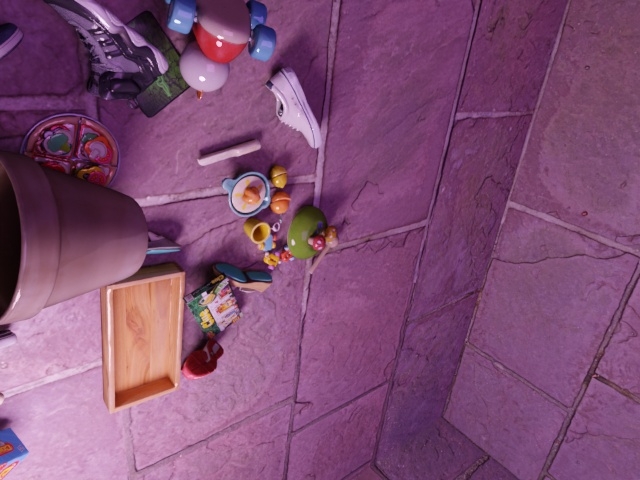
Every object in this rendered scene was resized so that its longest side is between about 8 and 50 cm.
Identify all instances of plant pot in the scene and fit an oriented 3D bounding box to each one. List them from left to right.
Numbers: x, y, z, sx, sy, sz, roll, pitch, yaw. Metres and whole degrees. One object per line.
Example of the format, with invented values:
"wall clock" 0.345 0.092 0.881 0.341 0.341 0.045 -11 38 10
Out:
"plant pot" -0.528 -0.006 0.947 0.280 0.323 0.323 -1 115 -56

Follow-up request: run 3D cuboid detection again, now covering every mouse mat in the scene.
"mouse mat" -0.387 -0.392 1.051 0.152 0.007 0.189 -45 136 -13

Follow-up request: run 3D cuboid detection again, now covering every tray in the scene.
"tray" -0.496 0.269 1.298 0.203 0.076 0.410 -10 120 -39

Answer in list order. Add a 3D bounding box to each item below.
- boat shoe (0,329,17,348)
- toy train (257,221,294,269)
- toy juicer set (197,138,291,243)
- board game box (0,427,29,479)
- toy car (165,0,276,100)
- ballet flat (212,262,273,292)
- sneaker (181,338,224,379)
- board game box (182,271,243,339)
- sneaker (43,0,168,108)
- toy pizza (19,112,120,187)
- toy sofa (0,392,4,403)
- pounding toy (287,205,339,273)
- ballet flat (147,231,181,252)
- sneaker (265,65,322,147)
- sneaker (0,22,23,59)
"boat shoe" -0.786 0.211 0.996 0.229 0.080 0.076 -6 92 -39
"toy train" -0.148 0.019 1.499 0.125 0.046 0.166 -49 136 -27
"toy juicer set" -0.178 -0.158 1.326 0.209 0.089 0.329 -42 135 -16
"board game box" -0.859 0.579 0.997 0.308 0.086 0.302 -46 171 -3
"toy car" -0.256 -0.434 1.056 0.219 0.210 0.238 7 138 -32
"ballet flat" -0.247 0.128 1.447 0.232 0.080 0.073 17 116 -46
"sneaker" -0.379 0.391 1.408 0.128 0.087 0.221 -45 175 11
"board game box" -0.316 0.203 1.398 0.136 0.030 0.259 -32 151 -17
"sneaker" -0.444 -0.373 0.926 0.269 0.101 0.153 30 90 -50
"toy pizza" -0.539 -0.175 1.019 0.201 0.032 0.201 -22 128 -32
"toy sofa" -0.831 0.384 0.906 0.363 0.177 0.150 -36 146 -4
"pounding toy" 0.000 0.000 1.546 0.182 0.110 0.237 -58 142 -20
"ballet flat" -0.457 0.009 1.185 0.213 0.072 0.068 -11 91 -42
"sneaker" -0.076 -0.360 1.316 0.091 0.094 0.258 -31 130 -2
"sneaker" -0.642 -0.358 0.772 0.226 0.086 0.163 -37 137 -20
